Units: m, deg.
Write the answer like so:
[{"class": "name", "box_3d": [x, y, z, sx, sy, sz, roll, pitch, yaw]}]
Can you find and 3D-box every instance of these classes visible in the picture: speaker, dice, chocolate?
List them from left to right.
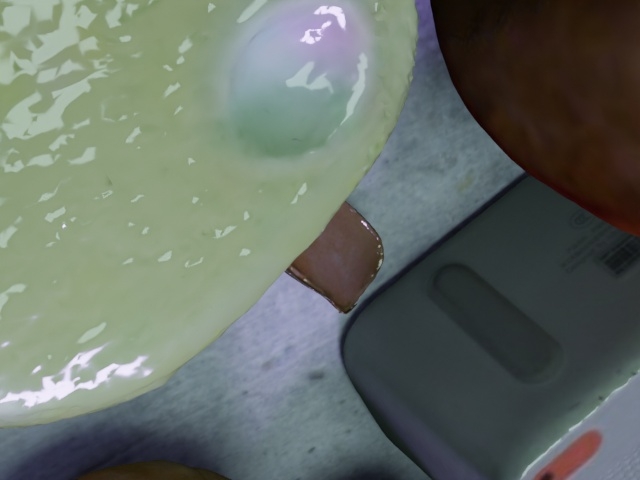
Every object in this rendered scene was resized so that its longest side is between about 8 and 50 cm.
[{"class": "dice", "box_3d": [-0.132, -0.103, 0.406, 0.254, 0.252, 0.250, -45, 132, -1]}, {"class": "chocolate", "box_3d": [0.000, 0.000, 0.698, 0.100, 0.031, 0.064, 39, 81, -41]}, {"class": "speaker", "box_3d": [0.235, 0.042, 0.772, 0.406, 0.184, 0.183, -38, 131, -9]}]

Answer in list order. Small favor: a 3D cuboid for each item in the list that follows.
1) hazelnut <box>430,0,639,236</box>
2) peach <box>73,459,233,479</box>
[{"class": "hazelnut", "box_3d": [0.238, -0.155, 0.571, 0.365, 0.366, 0.366, -16, 124, -24]}, {"class": "peach", "box_3d": [-0.107, 0.246, 0.670, 0.235, 0.214, 0.214, 37, 94, -30]}]
